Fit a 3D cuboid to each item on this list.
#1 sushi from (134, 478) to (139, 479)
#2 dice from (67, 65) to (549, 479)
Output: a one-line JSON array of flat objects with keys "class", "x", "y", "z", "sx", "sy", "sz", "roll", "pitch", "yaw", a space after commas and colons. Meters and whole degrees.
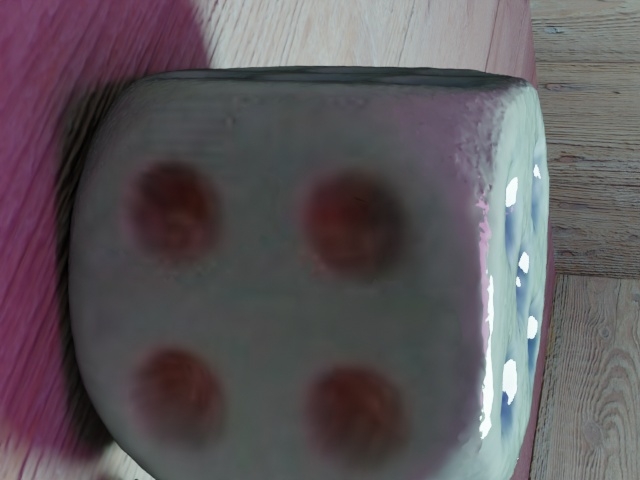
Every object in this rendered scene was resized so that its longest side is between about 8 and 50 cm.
[{"class": "sushi", "x": -0.076, "y": 0.282, "z": 0.727, "sx": 0.274, "sy": 0.139, "sz": 0.184, "roll": 72, "pitch": 27, "yaw": -42}, {"class": "dice", "x": 0.006, "y": 0.017, "z": 0.721, "sx": 0.264, "sy": 0.268, "sz": 0.263, "roll": -30, "pitch": 120, "yaw": -67}]
